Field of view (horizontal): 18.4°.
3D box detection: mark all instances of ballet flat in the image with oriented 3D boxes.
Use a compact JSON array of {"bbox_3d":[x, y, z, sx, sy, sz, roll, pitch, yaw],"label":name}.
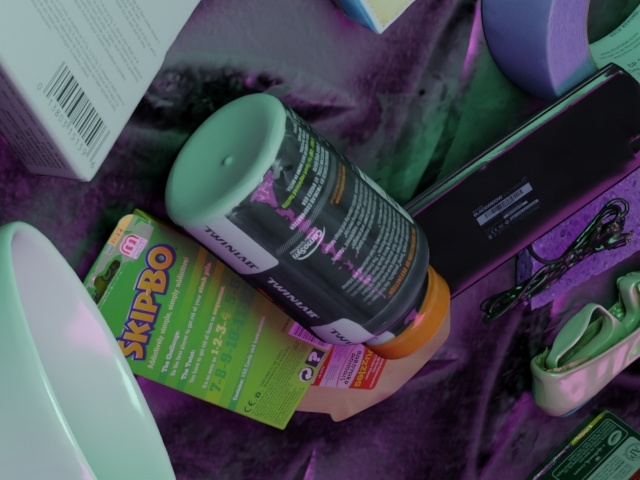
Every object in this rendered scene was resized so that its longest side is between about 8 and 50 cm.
[{"bbox_3d":[0.311,0.083,2.018,0.248,0.086,0.086,-37,136,-15],"label":"ballet flat"}]

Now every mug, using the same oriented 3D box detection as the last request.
[{"bbox_3d":[-0.288,0.185,1.420,0.328,0.276,0.374,-25,168,4],"label":"mug"}]

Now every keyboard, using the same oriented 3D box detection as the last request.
[{"bbox_3d":[0.172,-0.015,1.764,0.317,0.033,0.201,-34,133,0],"label":"keyboard"}]

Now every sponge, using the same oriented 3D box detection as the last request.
[{"bbox_3d":[0.278,-0.025,1.945,0.210,0.031,0.117,-27,132,-25],"label":"sponge"}]

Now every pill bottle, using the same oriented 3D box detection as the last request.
[{"bbox_3d":[0.000,0.000,1.601,0.246,0.130,0.130,40,87,-33],"label":"pill bottle"}]

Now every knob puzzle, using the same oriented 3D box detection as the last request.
[{"bbox_3d":[0.043,0.075,1.804,0.213,0.030,0.213,-22,129,-30],"label":"knob puzzle"}]

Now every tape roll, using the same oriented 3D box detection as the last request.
[{"bbox_3d":[0.275,-0.238,1.757,0.275,0.090,0.275,-23,130,-30],"label":"tape roll"}]

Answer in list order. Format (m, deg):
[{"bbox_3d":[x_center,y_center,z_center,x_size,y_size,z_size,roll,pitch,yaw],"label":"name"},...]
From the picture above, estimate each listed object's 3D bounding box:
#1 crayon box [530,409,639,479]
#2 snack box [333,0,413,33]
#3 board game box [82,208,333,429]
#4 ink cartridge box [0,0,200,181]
[{"bbox_3d":[0.260,0.411,2.164,0.363,0.106,0.313,-43,137,-11],"label":"crayon box"},{"bbox_3d":[0.105,-0.337,1.560,0.322,0.060,0.187,-45,137,-9],"label":"snack box"},{"bbox_3d":[-0.098,0.066,1.649,0.259,0.039,0.124,25,99,-42],"label":"board game box"},{"bbox_3d":[-0.185,-0.217,1.387,0.239,0.060,0.275,-62,144,-28],"label":"ink cartridge box"}]
